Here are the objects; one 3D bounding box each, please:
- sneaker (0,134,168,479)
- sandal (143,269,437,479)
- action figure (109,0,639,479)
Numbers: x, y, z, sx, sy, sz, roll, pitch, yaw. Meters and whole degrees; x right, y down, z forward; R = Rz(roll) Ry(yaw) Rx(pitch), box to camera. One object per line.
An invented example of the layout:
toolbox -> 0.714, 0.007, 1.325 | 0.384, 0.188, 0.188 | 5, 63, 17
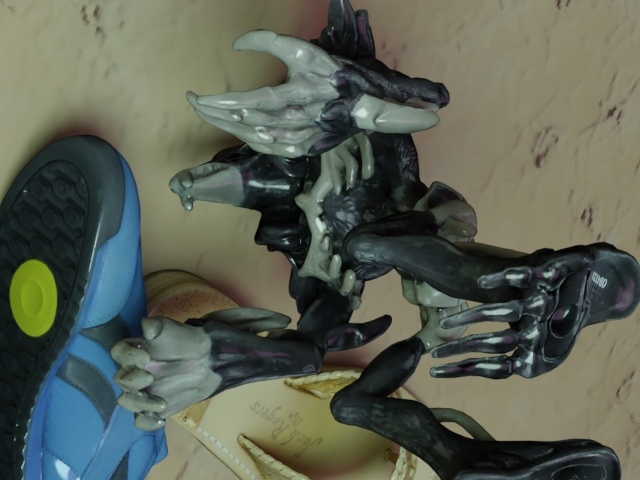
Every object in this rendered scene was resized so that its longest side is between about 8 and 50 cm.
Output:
sneaker -> -0.100, 0.054, 0.687 | 0.082, 0.069, 0.209 | -5, 115, -44
sandal -> 0.002, 0.097, 0.772 | 0.240, 0.079, 0.088 | 37, 86, -42
action figure -> 0.000, 0.000, 0.609 | 0.141, 0.276, 0.164 | 1, 111, -26
